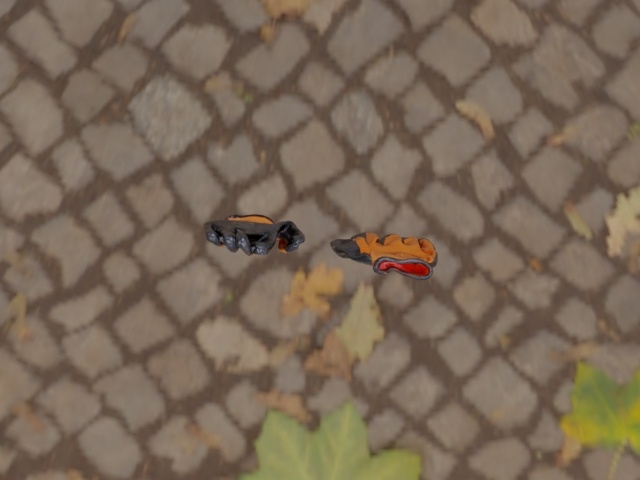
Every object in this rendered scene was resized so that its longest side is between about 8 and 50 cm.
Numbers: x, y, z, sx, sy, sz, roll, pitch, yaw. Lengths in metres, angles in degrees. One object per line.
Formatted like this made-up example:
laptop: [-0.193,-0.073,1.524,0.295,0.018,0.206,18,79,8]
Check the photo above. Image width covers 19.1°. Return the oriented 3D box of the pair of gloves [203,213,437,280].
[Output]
pair of gloves: [0.000,0.000,0.672,0.083,0.074,0.010,7,97,-1]
